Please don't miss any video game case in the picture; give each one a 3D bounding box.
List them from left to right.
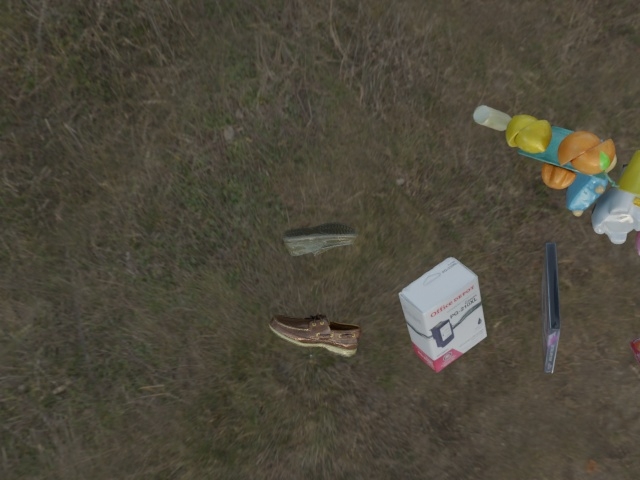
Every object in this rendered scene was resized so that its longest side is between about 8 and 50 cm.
[{"bbox_3d":[0.501,0.154,1.617,0.026,0.274,0.196,-1,62,13],"label":"video game case"}]

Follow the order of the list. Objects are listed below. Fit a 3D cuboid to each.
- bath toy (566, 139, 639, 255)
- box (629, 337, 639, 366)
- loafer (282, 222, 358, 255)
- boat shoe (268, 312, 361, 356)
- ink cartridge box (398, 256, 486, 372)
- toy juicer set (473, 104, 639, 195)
[{"bbox_3d":[0.614,-0.043,1.339,0.348,0.151,0.129,32,42,-11],"label":"bath toy"},{"bbox_3d":[0.846,0.347,1.744,0.122,0.128,0.257,-25,106,15],"label":"box"},{"bbox_3d":[0.000,0.000,1.438,0.148,0.056,0.050,-3,119,-3],"label":"loafer"},{"bbox_3d":[-0.007,0.161,1.353,0.178,0.064,0.060,16,109,-18],"label":"boat shoe"},{"bbox_3d":[0.308,0.185,1.834,0.172,0.237,0.100,-33,43,-15],"label":"ink cartridge box"},{"bbox_3d":[0.335,-0.129,1.104,0.209,0.329,0.090,11,103,-29],"label":"toy juicer set"}]
